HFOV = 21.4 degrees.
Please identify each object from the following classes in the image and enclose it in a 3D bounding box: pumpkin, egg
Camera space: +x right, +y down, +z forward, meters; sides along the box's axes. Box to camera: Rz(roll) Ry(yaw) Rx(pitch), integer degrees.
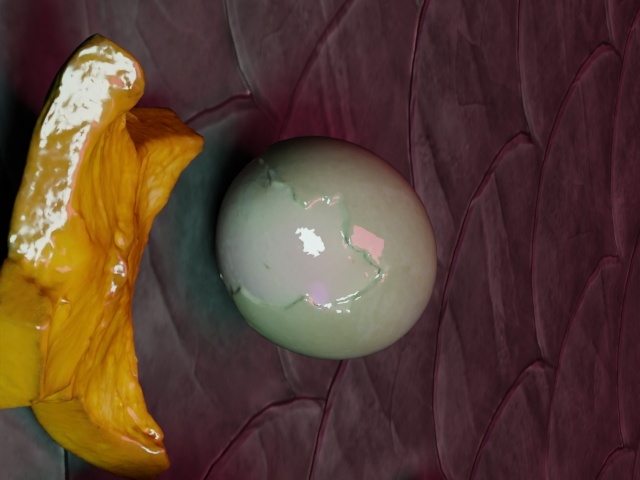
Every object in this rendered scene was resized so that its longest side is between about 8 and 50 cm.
[{"bbox_3d":[-0.158,0.023,1.183,0.258,0.095,0.290,31,67,-77],"label":"pumpkin"},{"bbox_3d":[0.000,0.000,1.419,0.217,0.183,0.183,56,48,-49],"label":"egg"}]
